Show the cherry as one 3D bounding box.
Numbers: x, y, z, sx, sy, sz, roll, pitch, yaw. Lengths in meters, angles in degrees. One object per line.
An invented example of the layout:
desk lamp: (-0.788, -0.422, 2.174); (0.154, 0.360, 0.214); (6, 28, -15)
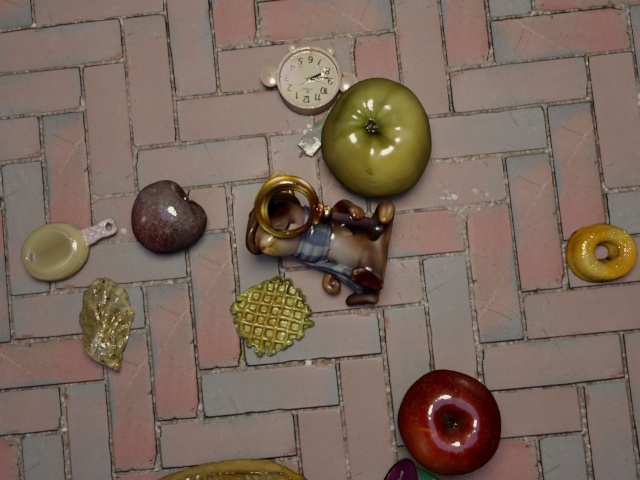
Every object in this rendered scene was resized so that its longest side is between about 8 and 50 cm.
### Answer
cherry: (-0.356, -0.051, 1.232); (0.176, 0.140, 0.175); (0, 102, 1)

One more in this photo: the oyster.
oyster: (-0.515, 0.192, 1.262); (0.133, 0.072, 0.208); (10, 86, -1)

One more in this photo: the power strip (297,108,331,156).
power strip: (-0.006, -0.253, 1.289); (0.051, 0.019, 0.136); (41, 89, 2)

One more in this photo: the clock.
clock: (-0.027, -0.381, 1.277); (0.230, 0.063, 0.155); (4, 85, -1)

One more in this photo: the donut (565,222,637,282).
donut: (0.651, 0.029, 1.237); (0.152, 0.058, 0.151); (0, 87, 0)

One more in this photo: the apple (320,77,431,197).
apple: (0.120, -0.224, 1.182); (0.263, 0.262, 0.262); (0, 87, 2)

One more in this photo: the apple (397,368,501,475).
apple: (0.277, 0.391, 1.159); (0.219, 0.201, 0.218); (-1, 81, 4)

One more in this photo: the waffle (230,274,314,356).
waffle: (-0.114, 0.178, 1.266); (0.184, 0.036, 0.169); (-29, 89, 2)

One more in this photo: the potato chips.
potato chips: (-0.234, 0.557, 1.241); (0.408, 0.057, 0.080); (-10, 93, 2)

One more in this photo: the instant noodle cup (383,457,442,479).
instant noodle cup: (0.233, 0.620, 1.140); (0.190, 0.251, 0.251); (23, 88, -5)

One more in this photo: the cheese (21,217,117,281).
cheese: (-0.592, 0.009, 1.276); (0.228, 0.064, 0.137); (-25, 88, -1)

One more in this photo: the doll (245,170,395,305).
doll: (0.000, 0.003, 1.164); (0.340, 0.209, 0.317); (21, 127, 1)
